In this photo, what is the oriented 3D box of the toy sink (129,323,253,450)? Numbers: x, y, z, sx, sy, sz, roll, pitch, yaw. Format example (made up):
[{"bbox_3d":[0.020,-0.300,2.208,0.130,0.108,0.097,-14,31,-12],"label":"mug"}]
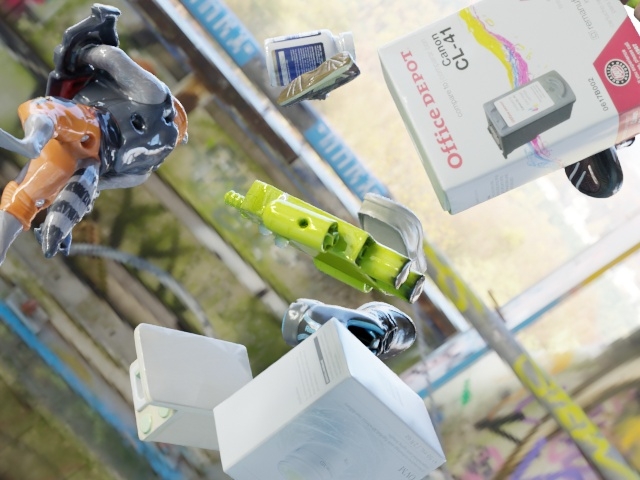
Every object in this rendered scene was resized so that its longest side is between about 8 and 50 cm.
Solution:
[{"bbox_3d":[-0.242,0.257,1.915,0.234,0.131,0.153,17,44,-40],"label":"toy sink"}]

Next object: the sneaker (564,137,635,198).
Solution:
[{"bbox_3d":[0.475,-0.161,1.859,0.162,0.106,0.281,7,34,-22],"label":"sneaker"}]

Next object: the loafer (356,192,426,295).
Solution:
[{"bbox_3d":[0.121,0.015,1.918,0.102,0.092,0.268,20,-22,28],"label":"loafer"}]

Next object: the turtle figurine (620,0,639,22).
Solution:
[{"bbox_3d":[0.417,-0.234,1.208,0.217,0.087,0.269,47,-19,2],"label":"turtle figurine"}]

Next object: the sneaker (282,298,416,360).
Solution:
[{"bbox_3d":[0.083,0.189,2.127,0.139,0.125,0.341,19,9,42],"label":"sneaker"}]

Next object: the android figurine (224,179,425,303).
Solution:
[{"bbox_3d":[0.000,0.000,1.440,0.273,0.056,0.248,25,-7,20],"label":"android figurine"}]

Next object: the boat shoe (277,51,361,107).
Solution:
[{"bbox_3d":[-0.003,-0.249,1.811,0.049,0.152,0.056,46,36,-29],"label":"boat shoe"}]

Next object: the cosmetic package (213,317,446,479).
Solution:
[{"bbox_3d":[0.011,0.271,1.551,0.224,0.224,0.138,44,16,-31],"label":"cosmetic package"}]

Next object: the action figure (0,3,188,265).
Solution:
[{"bbox_3d":[-0.267,-0.072,1.276,0.178,0.341,0.330,29,39,17],"label":"action figure"}]

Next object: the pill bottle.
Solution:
[{"bbox_3d":[-0.019,-0.351,2.134,0.094,0.169,0.094,171,-90,-90],"label":"pill bottle"}]

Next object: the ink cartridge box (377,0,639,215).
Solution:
[{"bbox_3d":[0.257,-0.200,1.441,0.131,0.306,0.226,58,8,-74],"label":"ink cartridge box"}]
